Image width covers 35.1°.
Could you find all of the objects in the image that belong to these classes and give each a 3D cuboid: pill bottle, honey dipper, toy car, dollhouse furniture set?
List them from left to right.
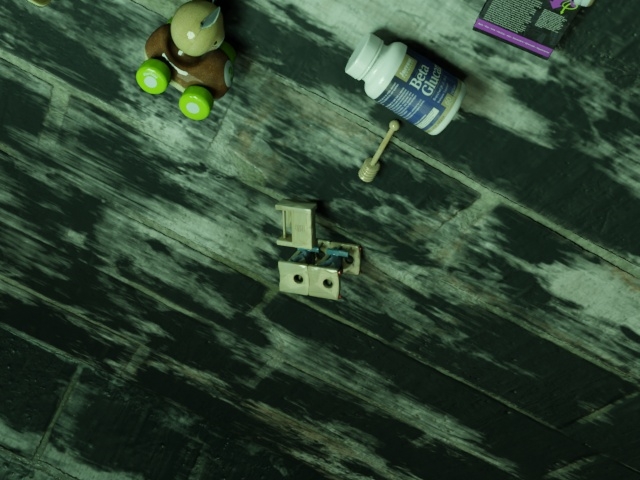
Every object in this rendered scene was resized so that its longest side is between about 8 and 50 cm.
[{"bbox_3d":[-0.177,-0.313,1.565,0.149,0.155,0.188,31,135,-14],"label":"toy car"},{"bbox_3d":[0.000,0.000,1.978,0.129,0.129,0.183,8,116,21],"label":"dollhouse furniture set"},{"bbox_3d":[0.104,-0.156,1.733,0.030,0.030,0.160,25,145,-4],"label":"honey dipper"},{"bbox_3d":[0.126,-0.239,1.524,0.169,0.094,0.094,30,148,-13],"label":"pill bottle"}]

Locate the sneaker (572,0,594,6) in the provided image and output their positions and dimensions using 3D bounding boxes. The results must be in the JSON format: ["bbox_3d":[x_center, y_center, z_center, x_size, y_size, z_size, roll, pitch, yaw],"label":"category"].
[{"bbox_3d":[0.266,-0.404,1.177,0.153,0.099,0.282,8,139,14],"label":"sneaker"}]

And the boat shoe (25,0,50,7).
[{"bbox_3d":[-0.509,-0.436,1.667,0.152,0.056,0.049,40,151,-10],"label":"boat shoe"}]

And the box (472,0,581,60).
[{"bbox_3d":[0.287,-0.321,1.361,0.116,0.029,0.162,23,150,-2],"label":"box"}]
